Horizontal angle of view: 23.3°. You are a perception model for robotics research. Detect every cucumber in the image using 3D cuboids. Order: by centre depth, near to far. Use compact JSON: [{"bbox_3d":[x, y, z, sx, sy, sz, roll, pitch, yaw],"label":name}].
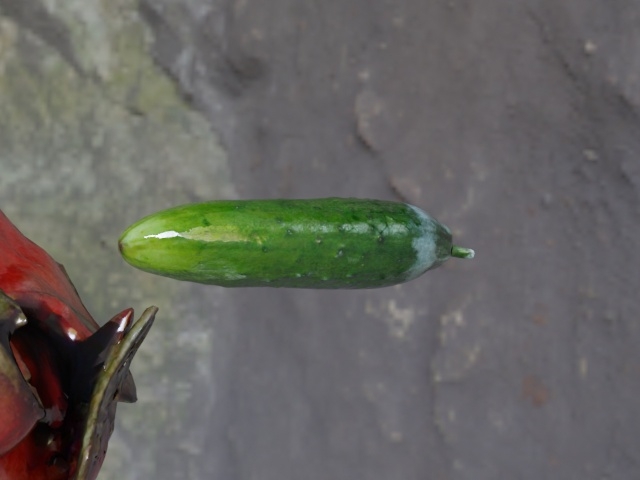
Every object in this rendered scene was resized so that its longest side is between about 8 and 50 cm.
[{"bbox_3d":[0.000,0.000,0.877,0.056,0.250,0.056,1,91,50],"label":"cucumber"}]

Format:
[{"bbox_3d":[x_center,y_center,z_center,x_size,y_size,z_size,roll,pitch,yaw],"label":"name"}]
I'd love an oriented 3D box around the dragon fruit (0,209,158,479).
[{"bbox_3d":[-0.165,0.058,0.505,0.274,0.192,0.193,54,158,-16],"label":"dragon fruit"}]
